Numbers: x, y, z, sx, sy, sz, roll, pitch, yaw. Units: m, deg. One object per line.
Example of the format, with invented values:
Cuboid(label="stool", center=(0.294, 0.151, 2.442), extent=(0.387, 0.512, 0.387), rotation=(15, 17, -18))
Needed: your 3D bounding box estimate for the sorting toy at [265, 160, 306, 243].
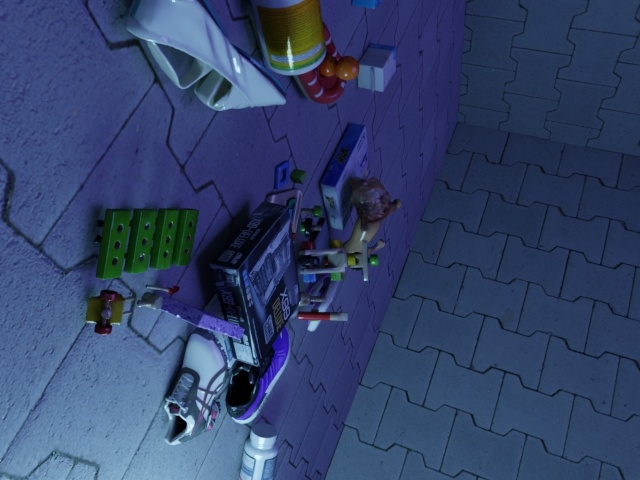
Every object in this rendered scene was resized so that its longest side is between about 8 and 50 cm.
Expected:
Cuboid(label="sorting toy", center=(-0.097, -0.041, 1.533), extent=(0.196, 0.047, 0.348), rotation=(-24, 127, -66))

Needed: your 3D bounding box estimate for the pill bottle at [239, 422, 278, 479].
Cuboid(label="pill bottle", center=(-0.186, 0.665, 1.752), extent=(0.108, 0.107, 0.180), rotation=(-23, 127, -67))

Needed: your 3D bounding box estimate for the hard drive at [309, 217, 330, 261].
Cuboid(label="hard drive", center=(0.000, 0.000, 1.883), extent=(0.135, 0.022, 0.094), rotation=(77, 34, -56))

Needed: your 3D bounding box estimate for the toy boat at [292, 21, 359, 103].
Cuboid(label="toy boat", center=(0.025, -0.431, 1.404), extent=(0.231, 0.151, 0.151), rotation=(41, 66, -69))

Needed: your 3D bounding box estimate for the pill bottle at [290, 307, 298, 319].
Cuboid(label="pill bottle", center=(-0.109, 0.178, 1.626), extent=(0.137, 0.078, 0.078), rotation=(67, 43, -61))

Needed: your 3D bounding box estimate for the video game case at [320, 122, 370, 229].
Cuboid(label="video game case", center=(0.088, -0.212, 1.901), extent=(0.244, 0.061, 0.270), rotation=(75, 35, -56))

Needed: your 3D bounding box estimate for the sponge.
Cuboid(label="sponge", center=(-0.245, 0.158, 1.159), extent=(0.031, 0.117, 0.210), rotation=(-68, 160, -11))

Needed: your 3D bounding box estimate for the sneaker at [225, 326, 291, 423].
Cuboid(label="sneaker", center=(-0.172, 0.346, 1.546), extent=(0.146, 0.102, 0.293), rotation=(69, 41, -60))

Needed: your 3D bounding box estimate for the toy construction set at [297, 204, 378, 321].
Cuboid(label="toy construction set", center=(0.056, 0.094, 1.650), extent=(0.257, 0.237, 0.309), rotation=(92, 0, -62))

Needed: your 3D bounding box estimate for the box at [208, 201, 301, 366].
Cuboid(label="box", center=(-0.141, 0.102, 1.336), extent=(0.242, 0.076, 0.308), rotation=(-55, 149, -45))

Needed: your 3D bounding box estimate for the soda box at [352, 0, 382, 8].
Cuboid(label="soda box", center=(0.135, -0.765, 1.577), extent=(0.067, 0.071, 0.210), rotation=(-54, 153, -47))

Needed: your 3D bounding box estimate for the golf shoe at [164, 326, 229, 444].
Cuboid(label="golf shoe", center=(-0.275, 0.324, 1.241), extent=(0.120, 0.105, 0.273), rotation=(-25, 128, -57))

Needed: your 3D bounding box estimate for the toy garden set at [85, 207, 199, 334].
Cuboid(label="toy garden set", center=(-0.313, 0.042, 0.988), extent=(0.244, 0.049, 0.204), rotation=(-8, 111, -71))

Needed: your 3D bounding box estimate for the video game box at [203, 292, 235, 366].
Cuboid(label="video game box", center=(-0.206, 0.178, 1.399), extent=(0.205, 0.048, 0.187), rotation=(87, 24, -43))

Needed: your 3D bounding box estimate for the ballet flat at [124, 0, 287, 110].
Cuboid(label="ballet flat", center=(-0.191, -0.303, 0.970), extent=(0.400, 0.139, 0.139), rotation=(32, 75, -66))

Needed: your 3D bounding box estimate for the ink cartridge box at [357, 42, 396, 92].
Cuboid(label="ink cartridge box", center=(0.180, -0.557, 1.843), extent=(0.092, 0.089, 0.143), rotation=(81, 31, -51))

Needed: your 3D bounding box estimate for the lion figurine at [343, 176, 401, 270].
Cuboid(label="lion figurine", center=(0.147, -0.037, 1.919), extent=(0.240, 0.142, 0.392), rotation=(-28, 136, -56))

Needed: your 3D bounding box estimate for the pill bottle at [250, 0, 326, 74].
Cuboid(label="pill bottle", center=(-0.068, -0.468, 1.130), extent=(0.246, 0.136, 0.136), rotation=(78, 33, -55))

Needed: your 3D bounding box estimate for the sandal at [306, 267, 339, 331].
Cuboid(label="sandal", center=(-0.007, 0.167, 1.900), extent=(0.416, 0.102, 0.169), rotation=(-63, 177, -67))
